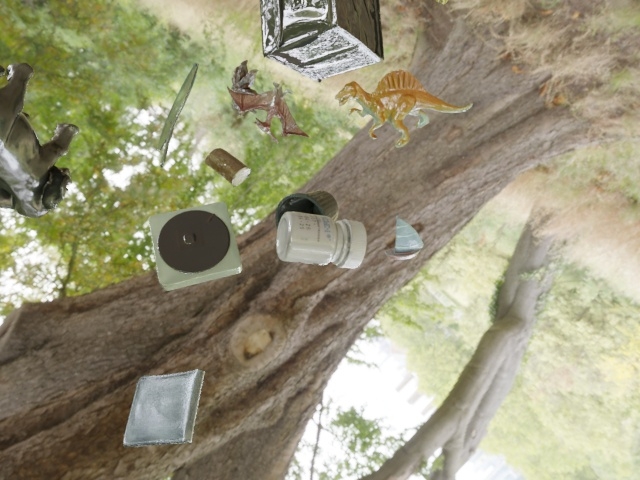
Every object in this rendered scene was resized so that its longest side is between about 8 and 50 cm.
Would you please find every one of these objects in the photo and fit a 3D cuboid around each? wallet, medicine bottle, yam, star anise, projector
[{"bbox_3d":[-0.366,0.391,1.128,0.036,0.222,0.167,42,-138,-44],"label":"wallet"},{"bbox_3d":[0.000,0.000,1.000,0.168,0.105,0.105,7,-171,-19],"label":"medicine bottle"},{"bbox_3d":[-0.294,-0.236,1.535,0.127,0.084,0.084,40,174,11],"label":"yam"},{"bbox_3d":[-0.197,-0.387,1.228,0.141,0.042,0.141,17,111,51],"label":"star anise"},{"bbox_3d":[-0.407,0.016,1.580,0.079,0.259,0.257,100,154,-63],"label":"projector"}]

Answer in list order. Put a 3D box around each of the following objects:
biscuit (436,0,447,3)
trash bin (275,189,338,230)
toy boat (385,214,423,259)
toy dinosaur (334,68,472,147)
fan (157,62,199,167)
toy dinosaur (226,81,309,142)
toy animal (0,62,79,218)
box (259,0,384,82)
[{"bbox_3d":[0.263,-0.516,0.971,0.023,0.084,0.084,34,175,4],"label":"biscuit"},{"bbox_3d":[-0.027,-0.077,1.481,0.175,0.175,0.161,45,-149,5],"label":"trash bin"},{"bbox_3d":[0.203,-0.007,1.148,0.034,0.096,0.122,-104,8,-45],"label":"toy boat"},{"bbox_3d":[0.145,-0.251,0.862,0.142,0.212,0.057,59,-171,-29],"label":"toy dinosaur"},{"bbox_3d":[-0.169,-0.138,0.558,0.005,0.113,0.175,23,-141,-26],"label":"fan"},{"bbox_3d":[-0.098,-0.264,0.991,0.220,0.108,0.032,22,-167,-37],"label":"toy dinosaur"},{"bbox_3d":[-0.416,-0.127,0.666,0.245,0.114,0.146,69,-164,-60],"label":"toy animal"},{"bbox_3d":[0.003,-0.598,1.161,0.204,0.345,0.251,-6,177,31],"label":"box"}]
